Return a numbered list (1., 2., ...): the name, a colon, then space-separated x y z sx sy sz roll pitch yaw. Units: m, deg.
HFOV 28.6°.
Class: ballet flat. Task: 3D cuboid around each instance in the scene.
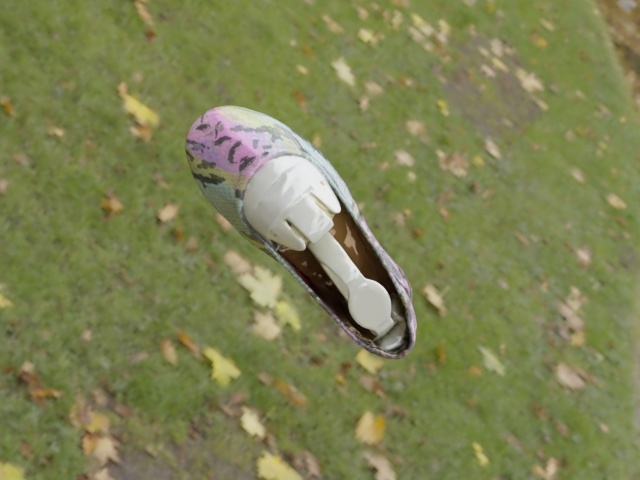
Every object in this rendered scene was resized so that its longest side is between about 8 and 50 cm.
1. ballet flat: 0.000 0.000 0.822 0.221 0.077 0.079 49 0 -31
